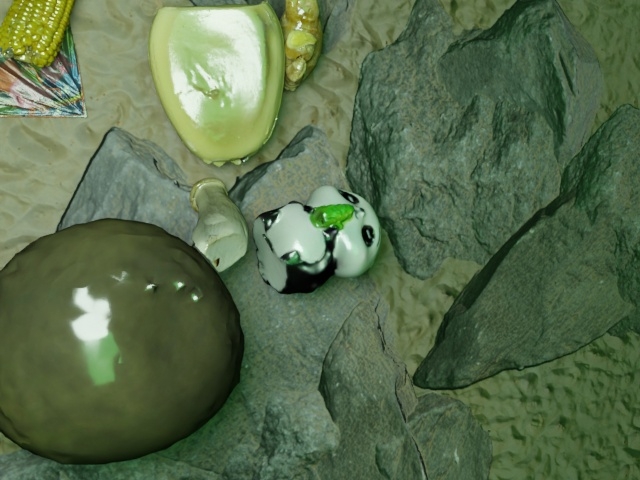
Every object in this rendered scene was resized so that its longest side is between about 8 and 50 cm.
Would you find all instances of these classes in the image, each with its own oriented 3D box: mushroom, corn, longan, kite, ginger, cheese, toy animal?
[{"bbox_3d":[-0.196,-0.030,1.120,0.108,0.247,0.096,-3,125,-13],"label":"mushroom"},{"bbox_3d":[-0.484,-0.459,1.034,0.102,0.102,0.312,18,84,-22],"label":"corn"},{"bbox_3d":[-0.348,0.163,0.987,0.436,0.404,0.403,-6,95,-21],"label":"longan"},{"bbox_3d":[-0.539,-0.307,1.081,0.234,0.016,0.321,42,79,-20],"label":"kite"},{"bbox_3d":[-0.045,-0.422,1.201,0.102,0.157,0.216,8,87,1],"label":"ginger"},{"bbox_3d":[-0.197,-0.302,1.133,0.260,0.128,0.315,-3,105,-3],"label":"cheese"},{"bbox_3d":[0.002,-0.005,1.210,0.267,0.212,0.212,-22,101,-16],"label":"toy animal"}]
